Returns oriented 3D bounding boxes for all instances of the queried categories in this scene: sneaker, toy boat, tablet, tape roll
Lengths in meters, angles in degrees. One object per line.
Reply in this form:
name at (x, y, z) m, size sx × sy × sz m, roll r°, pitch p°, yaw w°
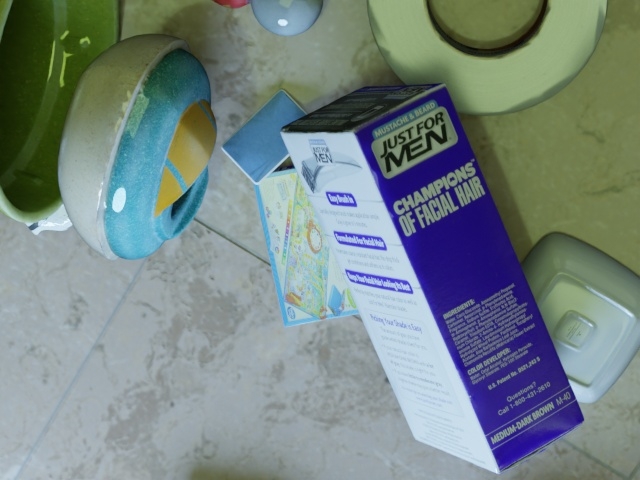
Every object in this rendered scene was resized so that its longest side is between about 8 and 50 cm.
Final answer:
sneaker at (-0.241, -0.035, 1.707) m, size 0.109 × 0.040 × 0.044 m, roll -10°, pitch 130°, yaw 2°
toy boat at (-0.120, -0.133, 1.586) m, size 0.148 × 0.267 × 0.318 m, roll 24°, pitch 72°, yaw 7°
tablet at (-0.049, -0.099, 1.672) m, size 0.083 × 0.006 × 0.054 m, roll -44°, pitch 79°, yaw 0°
tape roll at (0.153, -0.228, 1.607) m, size 0.219 × 0.072 × 0.219 m, roll 1°, pitch 103°, yaw 4°

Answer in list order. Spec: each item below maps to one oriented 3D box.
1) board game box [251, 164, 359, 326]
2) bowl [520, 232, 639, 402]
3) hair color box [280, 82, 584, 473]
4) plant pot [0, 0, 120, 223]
board game box at (0.000, 0.000, 1.694) m, size 0.103 × 0.026 × 0.154 m, roll -10°, pitch 101°, yaw 7°
bowl at (0.244, 0.080, 1.679) m, size 0.142 × 0.053 × 0.142 m, roll 31°, pitch 102°, yaw -3°
hair color box at (0.100, 0.029, 1.594) m, size 0.110 × 0.185 × 0.339 m, roll -29°, pitch 104°, yaw -17°
plant pot at (-0.352, -0.175, 1.586) m, size 0.254 × 0.276 × 0.276 m, roll 12°, pitch 104°, yaw 14°
